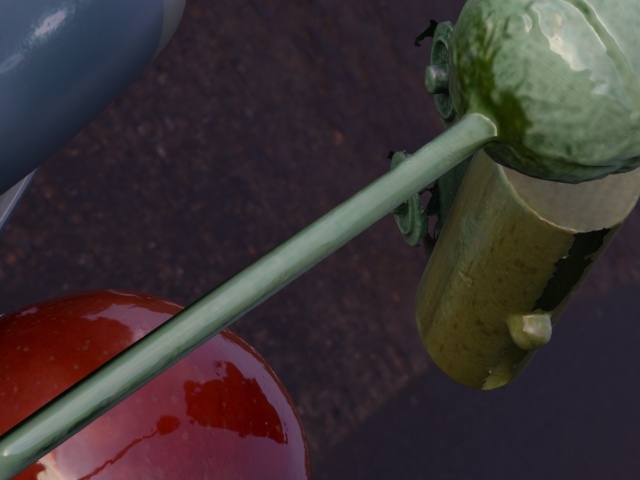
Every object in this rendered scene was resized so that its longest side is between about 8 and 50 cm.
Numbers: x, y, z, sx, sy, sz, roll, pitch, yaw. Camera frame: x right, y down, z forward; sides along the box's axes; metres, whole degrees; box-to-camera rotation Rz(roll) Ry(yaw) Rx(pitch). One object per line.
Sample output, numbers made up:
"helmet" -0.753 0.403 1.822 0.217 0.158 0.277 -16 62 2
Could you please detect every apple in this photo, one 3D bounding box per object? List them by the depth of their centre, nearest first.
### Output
"apple" -0.142 0.157 0.955 0.260 0.260 0.216 36 18 -50

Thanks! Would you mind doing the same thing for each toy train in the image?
"toy train" 0.131 -0.027 0.923 0.307 0.126 0.189 105 -33 -63

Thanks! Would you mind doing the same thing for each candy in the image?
"candy" 0.000 0.000 0.629 0.119 0.440 0.119 48 -18 21

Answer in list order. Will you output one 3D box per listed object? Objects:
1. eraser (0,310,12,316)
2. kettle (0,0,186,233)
"eraser" -0.370 0.179 1.572 0.046 0.212 0.092 33 26 22
"kettle" -0.260 -0.075 0.854 0.342 0.247 0.319 -55 150 -36
